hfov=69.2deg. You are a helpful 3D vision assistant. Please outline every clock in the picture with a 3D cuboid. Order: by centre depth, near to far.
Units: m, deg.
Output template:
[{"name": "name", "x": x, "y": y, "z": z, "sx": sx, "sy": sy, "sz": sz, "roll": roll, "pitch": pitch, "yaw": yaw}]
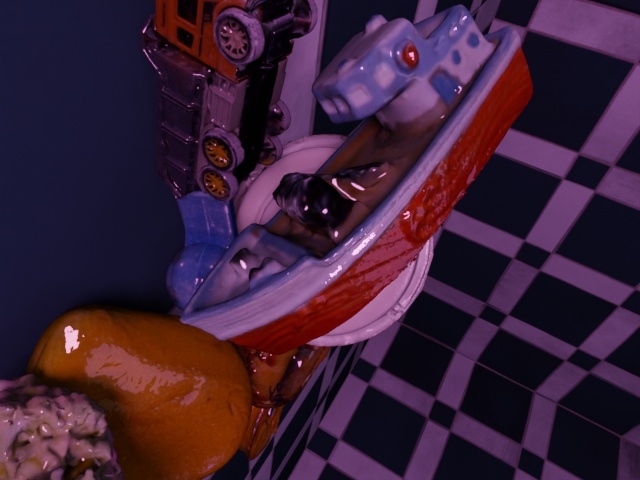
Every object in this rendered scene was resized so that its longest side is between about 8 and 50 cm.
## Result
[{"name": "clock", "x": 0.000, "y": 0.000, "z": 0.496, "sx": 0.236, "sy": 0.236, "sz": 0.053, "roll": -65, "pitch": 170, "yaw": 6}]

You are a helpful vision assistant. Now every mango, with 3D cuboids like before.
[{"name": "mango", "x": -0.159, "y": 0.155, "z": 0.450, "sx": 0.176, "sy": 0.119, "sz": 0.317, "roll": -42, "pitch": 146, "yaw": -14}]

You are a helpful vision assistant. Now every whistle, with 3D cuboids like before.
[{"name": "whistle", "x": -0.114, "y": 0.027, "z": 0.462, "sx": 0.090, "sy": 0.090, "sz": 0.158, "roll": -53, "pitch": 159, "yaw": -34}]

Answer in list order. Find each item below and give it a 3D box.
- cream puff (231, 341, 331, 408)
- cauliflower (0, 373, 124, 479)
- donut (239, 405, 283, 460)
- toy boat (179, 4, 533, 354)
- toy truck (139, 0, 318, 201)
[{"name": "cream puff", "x": -0.051, "y": 0.127, "z": 0.689, "sx": 0.240, "sy": 0.164, "sz": 0.240, "roll": -52, "pitch": 175, "yaw": -7}, {"name": "cauliflower", "x": -0.216, "y": 0.207, "z": 0.227, "sx": 0.239, "sy": 0.256, "sz": 0.315, "roll": -47, "pitch": 135, "yaw": 4}, {"name": "donut", "x": -0.124, "y": 0.341, "z": 0.952, "sx": 0.190, "sy": 0.075, "sz": 0.174, "roll": -69, "pitch": 163, "yaw": 2}, {"name": "toy boat", "x": 0.018, "y": -0.054, "z": 0.372, "sx": 0.332, "sy": 0.133, "sz": 0.145, "roll": -50, "pitch": -154, "yaw": -9}, {"name": "toy truck", "x": -0.076, "y": -0.115, "z": 0.357, "sx": 0.083, "sy": 0.092, "sz": 0.192, "roll": -49, "pitch": 167, "yaw": -43}]
